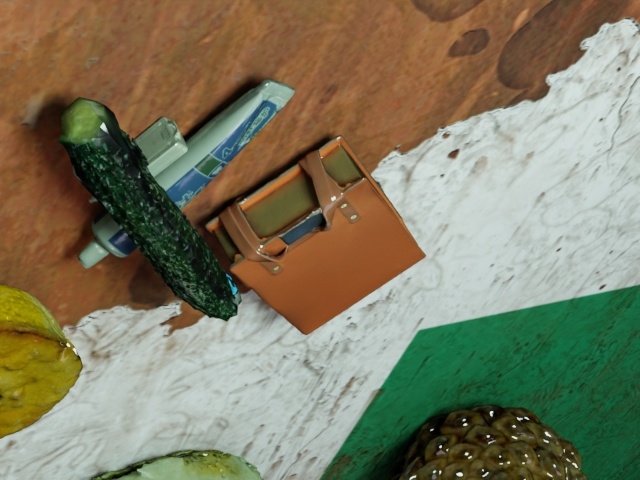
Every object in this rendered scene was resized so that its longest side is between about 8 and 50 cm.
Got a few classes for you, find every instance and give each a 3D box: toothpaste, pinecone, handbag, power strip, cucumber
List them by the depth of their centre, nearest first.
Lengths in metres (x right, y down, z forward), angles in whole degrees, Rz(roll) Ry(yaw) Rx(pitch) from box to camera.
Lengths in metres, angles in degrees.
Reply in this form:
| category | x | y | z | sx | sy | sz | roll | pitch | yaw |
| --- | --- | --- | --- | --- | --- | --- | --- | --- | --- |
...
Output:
| category | x | y | z | sx | sy | sz | roll | pitch | yaw |
| --- | --- | --- | --- | --- | --- | --- | --- | --- | --- |
| power strip | -0.126 | -0.051 | 0.995 | 0.083 | 0.027 | 0.017 | -37 | 147 | 14 |
| cucumber | -0.110 | -0.008 | 0.995 | 0.044 | 0.043 | 0.257 | -27 | 144 | 4 |
| toothpaste | -0.098 | -0.045 | 1.025 | 0.197 | 0.035 | 0.057 | -40 | 166 | 13 |
| handbag | 0.000 | 0.000 | 1.161 | 0.127 | 0.063 | 0.190 | -33 | 155 | 6 |
| pinecone | 0.176 | 0.299 | 1.625 | 0.243 | 0.244 | 0.257 | -27 | -167 | -7 |

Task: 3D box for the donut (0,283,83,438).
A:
| category | x | y | z | sx | sy | sz | roll | pitch | yaw |
| --- | --- | --- | --- | --- | --- | --- | --- | --- | --- |
| donut | -0.262 | 0.089 | 1.053 | 0.162 | 0.065 | 0.178 | -34 | 152 | 15 |

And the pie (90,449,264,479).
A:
| category | x | y | z | sx | sy | sz | roll | pitch | yaw |
| --- | --- | --- | --- | --- | --- | --- | --- | --- | --- |
| pie | -0.184 | 0.313 | 1.455 | 0.296 | 0.078 | 0.371 | -30 | 152 | 0 |
